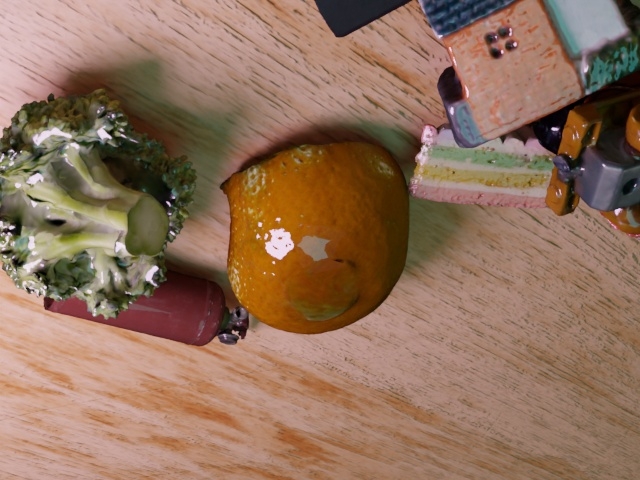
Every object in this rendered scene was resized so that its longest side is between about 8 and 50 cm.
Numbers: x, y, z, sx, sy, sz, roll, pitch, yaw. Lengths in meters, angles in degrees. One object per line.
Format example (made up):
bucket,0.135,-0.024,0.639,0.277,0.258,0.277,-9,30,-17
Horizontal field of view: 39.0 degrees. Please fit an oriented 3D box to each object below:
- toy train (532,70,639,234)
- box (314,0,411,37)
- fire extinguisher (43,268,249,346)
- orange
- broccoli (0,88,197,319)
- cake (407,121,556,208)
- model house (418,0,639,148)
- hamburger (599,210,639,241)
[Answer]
toy train,0.442,-0.158,1.168,0.369,0.231,0.163,-17,138,-17
box,0.047,-0.322,1.098,0.125,0.027,0.126,-26,131,8
fire extinguisher,-0.246,0.100,1.371,0.337,0.106,0.147,19,157,-27
orange,0.004,0.007,1.303,0.263,0.196,0.334,-7,127,-25
broccoli,-0.285,-0.049,1.140,0.260,0.235,0.288,-15,141,28
cake,0.242,-0.103,1.266,0.225,0.090,0.109,-3,119,-21
model house,0.228,-0.302,1.084,0.271,0.190,0.300,-24,117,15
hamburger,0.504,-0.069,1.349,0.175,0.175,0.137,-33,144,17
